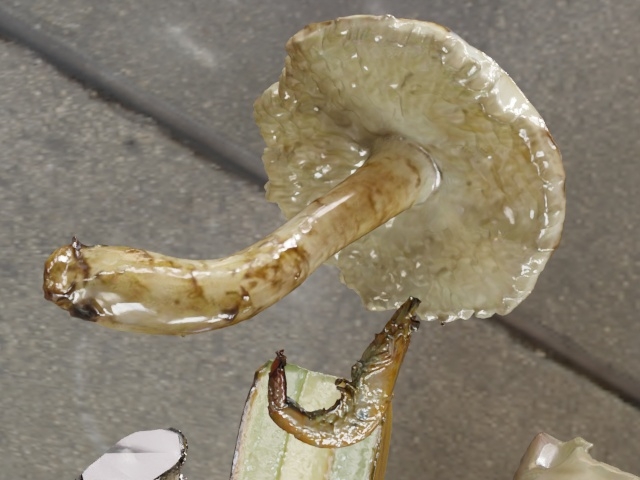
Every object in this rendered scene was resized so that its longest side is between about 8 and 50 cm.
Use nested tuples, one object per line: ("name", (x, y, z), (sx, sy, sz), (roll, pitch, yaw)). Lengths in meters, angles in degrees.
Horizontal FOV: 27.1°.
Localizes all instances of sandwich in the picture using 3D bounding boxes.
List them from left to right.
("sandwich", (-0.018, 0.206, 1.030), (0.187, 0.117, 0.144), (94, 12, -51))

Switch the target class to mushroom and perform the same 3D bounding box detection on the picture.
("mushroom", (0.007, 0.005, 0.878), (0.233, 0.208, 0.301), (39, 79, 14))

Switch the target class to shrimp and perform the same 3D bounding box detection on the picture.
("shrimp", (0.018, 0.083, 0.883), (0.091, 0.025, 0.127), (31, 100, -21))

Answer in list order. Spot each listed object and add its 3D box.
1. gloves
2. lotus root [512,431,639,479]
("gloves", (-0.237, 0.408, 1.886), (0.210, 0.135, 0.312), (-52, 140, -53))
("lotus root", (0.137, 0.170, 0.439), (0.170, 0.261, 0.074), (-52, 128, -20))
